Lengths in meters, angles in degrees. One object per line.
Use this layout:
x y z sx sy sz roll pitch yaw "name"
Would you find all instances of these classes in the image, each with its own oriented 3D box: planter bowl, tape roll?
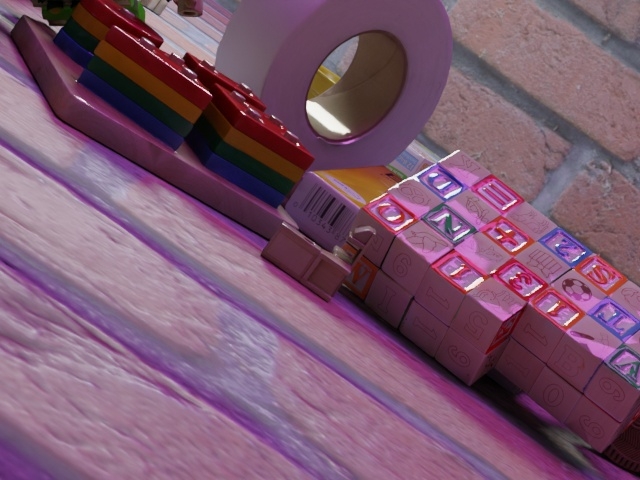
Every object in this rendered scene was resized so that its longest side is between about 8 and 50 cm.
0.033 -0.217 2.537 0.217 0.090 0.217 35 9 -7 "planter bowl"
0.016 -0.201 1.750 0.286 0.286 0.100 25 14 -50 "tape roll"

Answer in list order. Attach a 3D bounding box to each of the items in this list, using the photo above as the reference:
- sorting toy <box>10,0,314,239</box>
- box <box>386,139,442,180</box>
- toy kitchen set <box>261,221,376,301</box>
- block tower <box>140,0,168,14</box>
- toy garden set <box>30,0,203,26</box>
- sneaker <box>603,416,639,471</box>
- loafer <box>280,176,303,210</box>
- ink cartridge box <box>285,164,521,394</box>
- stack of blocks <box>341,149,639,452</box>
-0.143 -0.133 1.406 0.255 0.089 0.257 30 10 -30 "sorting toy"
0.112 -0.089 2.109 0.114 0.103 0.203 39 9 23 "box"
0.000 0.000 1.314 0.075 0.068 0.083 35 8 -4 "toy kitchen set"
-0.375 -0.491 2.437 0.335 0.091 0.097 26 12 -49 "block tower"
-0.209 -0.251 1.536 0.203 0.049 0.244 1 -9 4 "toy garden set"
0.327 0.173 1.563 0.282 0.099 0.153 28 8 -36 "sneaker"
-0.043 -0.072 1.597 0.056 0.050 0.148 33 9 -20 "loafer"
0.146 0.027 1.609 0.303 0.072 0.307 37 20 15 "ink cartridge box"
0.180 0.059 1.383 0.297 0.087 0.171 39 41 18 "stack of blocks"
